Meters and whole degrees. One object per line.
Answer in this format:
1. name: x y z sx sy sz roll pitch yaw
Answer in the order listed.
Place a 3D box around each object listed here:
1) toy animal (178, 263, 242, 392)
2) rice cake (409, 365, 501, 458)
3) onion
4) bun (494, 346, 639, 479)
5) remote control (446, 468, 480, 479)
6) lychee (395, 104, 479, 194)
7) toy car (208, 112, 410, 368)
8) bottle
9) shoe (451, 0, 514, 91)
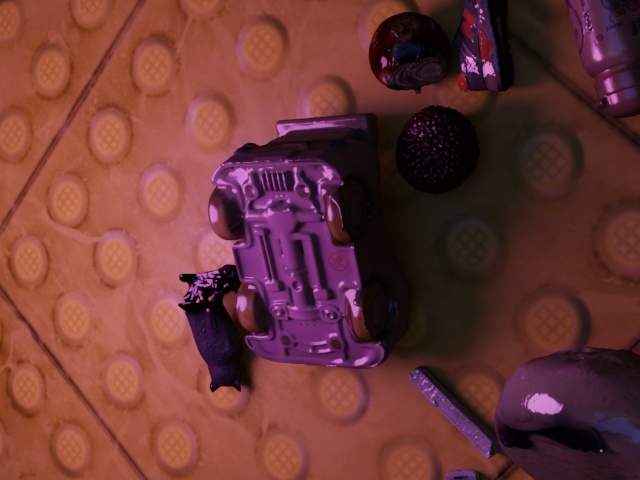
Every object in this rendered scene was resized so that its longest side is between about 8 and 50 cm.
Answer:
1. toy animal: -0.172 0.150 1.387 0.121 0.117 0.210 -12 84 22
2. rice cake: 0.197 0.250 1.235 0.171 0.033 0.029 45 112 20
3. onion: 0.127 -0.275 1.217 0.117 0.118 0.118 -12 86 1
4. bun: 0.373 0.226 1.047 0.293 0.293 0.187 25 66 25
5. remote control: 0.219 0.398 1.238 0.053 0.018 0.124 -12 86 29
6. lychee: 0.164 -0.132 1.192 0.123 0.123 0.129 11 133 28
7. toy car: 0.000 0.000 1.256 0.242 0.226 0.336 -1 118 28
8. bottle: 0.385 -0.264 1.082 0.110 0.097 0.209 -14 86 1
9. shoe: 0.218 -0.300 1.184 0.077 0.074 0.194 -8 90 34
